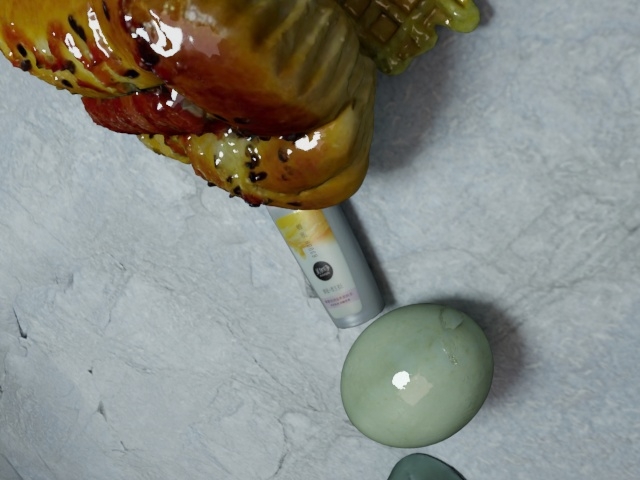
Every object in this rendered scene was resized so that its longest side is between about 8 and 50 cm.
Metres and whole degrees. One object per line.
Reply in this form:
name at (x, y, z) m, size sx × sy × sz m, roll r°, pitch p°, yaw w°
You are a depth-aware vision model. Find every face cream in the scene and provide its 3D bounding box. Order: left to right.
face cream at (0.000, 0.000, 0.783) m, size 0.107 × 0.073 × 0.269 m, roll -22°, pitch 102°, yaw 24°

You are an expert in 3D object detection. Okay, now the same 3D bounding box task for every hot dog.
hot dog at (-0.120, -0.169, 0.580) m, size 0.366 × 0.367 × 0.196 m, roll 16°, pitch 77°, yaw 27°

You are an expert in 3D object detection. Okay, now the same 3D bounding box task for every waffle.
waffle at (0.040, -0.342, 0.607) m, size 0.312 × 0.060 × 0.307 m, roll -9°, pitch 109°, yaw 27°

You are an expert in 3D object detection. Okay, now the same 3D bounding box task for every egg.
egg at (0.130, 0.192, 0.743) m, size 0.187 × 0.186 × 0.253 m, roll 40°, pitch 124°, yaw 3°

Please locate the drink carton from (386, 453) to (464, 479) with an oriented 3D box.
drink carton at (0.149, 0.474, 0.868) m, size 0.186 × 0.189 × 0.191 m, roll 32°, pitch 124°, yaw 8°
